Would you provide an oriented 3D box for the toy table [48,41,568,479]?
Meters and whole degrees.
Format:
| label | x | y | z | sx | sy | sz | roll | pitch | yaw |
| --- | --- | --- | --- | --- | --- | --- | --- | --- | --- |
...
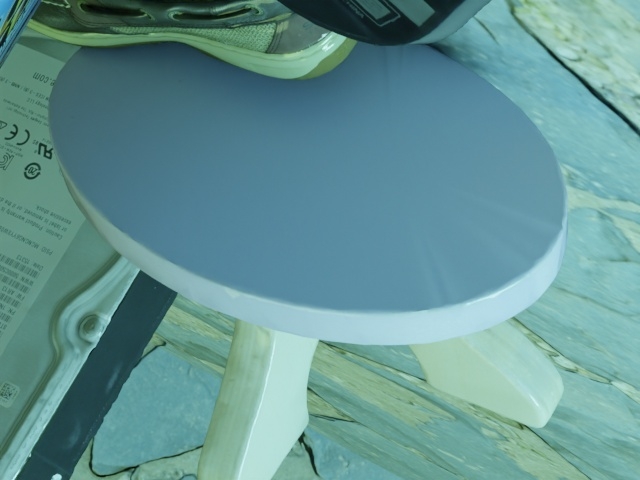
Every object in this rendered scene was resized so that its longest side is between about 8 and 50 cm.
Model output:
| label | x | y | z | sx | sy | sz | roll | pitch | yaw |
| --- | --- | --- | --- | --- | --- | --- | --- | --- | --- |
| toy table | 0.000 | 0.000 | 0.926 | 0.274 | 0.252 | 0.161 | 32 | 154 | 29 |

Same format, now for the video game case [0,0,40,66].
| label | x | y | z | sx | sy | sz | roll | pitch | yaw |
| --- | --- | --- | --- | --- | --- | --- | --- | --- | --- |
| video game case | -0.113 | -0.110 | 0.601 | 0.061 | 0.269 | 0.244 | 30 | 168 | -9 |

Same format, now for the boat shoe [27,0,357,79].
| label | x | y | z | sx | sy | sz | roll | pitch | yaw |
| --- | --- | --- | --- | --- | --- | --- | --- | --- | --- |
| boat shoe | -0.083 | -0.138 | 0.885 | 0.223 | 0.080 | 0.073 | 16 | 157 | 29 |

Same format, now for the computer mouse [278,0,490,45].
| label | x | y | z | sx | sy | sz | roll | pitch | yaw |
| --- | --- | --- | --- | --- | --- | --- | --- | --- | --- |
| computer mouse | 0.048 | -0.134 | 0.600 | 0.188 | 0.072 | 0.272 | 41 | 162 | -19 |

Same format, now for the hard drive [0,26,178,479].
| label | x | y | z | sx | sy | sz | roll | pitch | yaw |
| --- | --- | --- | --- | --- | --- | --- | --- | --- | --- |
| hard drive | -0.211 | 0.014 | 1.154 | 0.237 | 0.339 | 0.064 | 24 | 167 | 28 |
